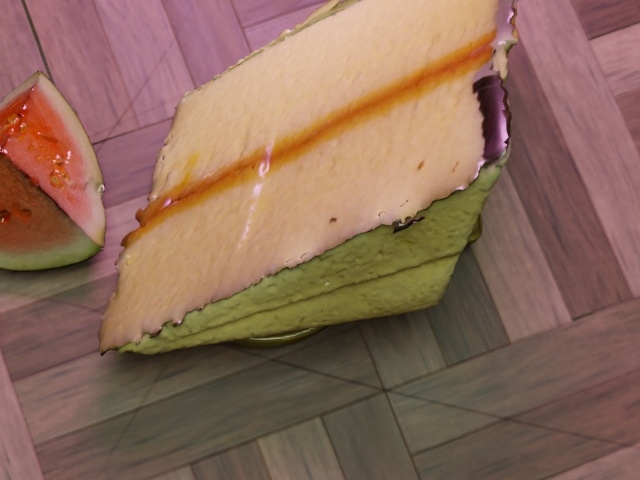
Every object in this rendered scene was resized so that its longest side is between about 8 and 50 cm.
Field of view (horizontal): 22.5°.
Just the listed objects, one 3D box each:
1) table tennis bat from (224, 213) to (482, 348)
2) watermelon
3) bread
[{"bbox_3d":[0.000,0.000,1.572,0.320,0.050,0.198,-9,69,-3],"label":"table tennis bat"},{"bbox_3d":[-0.289,-0.069,1.551,0.193,0.137,0.145,10,40,-1],"label":"watermelon"},{"bbox_3d":[-0.009,-0.102,1.479,0.404,0.242,0.346,-2,53,-4],"label":"bread"}]
